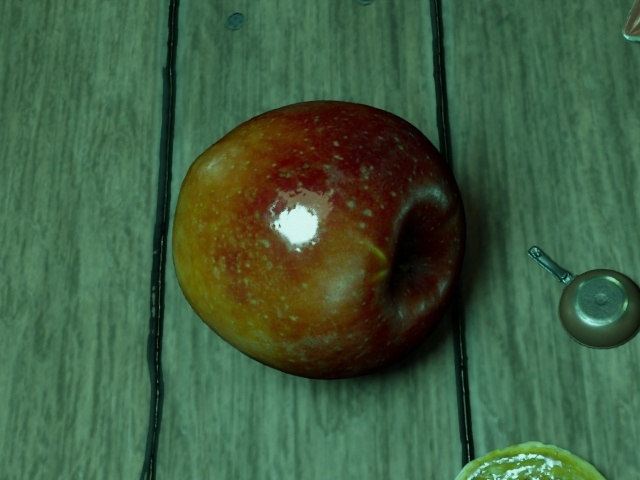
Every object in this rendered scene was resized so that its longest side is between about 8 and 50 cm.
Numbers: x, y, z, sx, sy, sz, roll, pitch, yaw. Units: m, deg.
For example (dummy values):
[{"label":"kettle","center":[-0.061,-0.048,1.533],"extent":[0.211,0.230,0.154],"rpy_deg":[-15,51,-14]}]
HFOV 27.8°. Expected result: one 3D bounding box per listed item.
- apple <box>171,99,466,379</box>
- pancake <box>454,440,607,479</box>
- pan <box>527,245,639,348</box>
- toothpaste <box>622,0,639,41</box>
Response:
[{"label":"apple","center":[0.000,0.000,1.008],"extent":[0.201,0.218,0.218],"rpy_deg":[25,72,35]},{"label":"pancake","center":[0.153,0.225,0.944],"extent":[0.158,0.028,0.158],"rpy_deg":[-7,64,14]},{"label":"pan","center":[0.206,0.037,1.032],"extent":[0.068,0.023,0.115],"rpy_deg":[-43,59,-7]},{"label":"toothpaste","center":[0.375,-0.170,1.086],"extent":[0.239,0.039,0.062],"rpy_deg":[19,77,28]}]
